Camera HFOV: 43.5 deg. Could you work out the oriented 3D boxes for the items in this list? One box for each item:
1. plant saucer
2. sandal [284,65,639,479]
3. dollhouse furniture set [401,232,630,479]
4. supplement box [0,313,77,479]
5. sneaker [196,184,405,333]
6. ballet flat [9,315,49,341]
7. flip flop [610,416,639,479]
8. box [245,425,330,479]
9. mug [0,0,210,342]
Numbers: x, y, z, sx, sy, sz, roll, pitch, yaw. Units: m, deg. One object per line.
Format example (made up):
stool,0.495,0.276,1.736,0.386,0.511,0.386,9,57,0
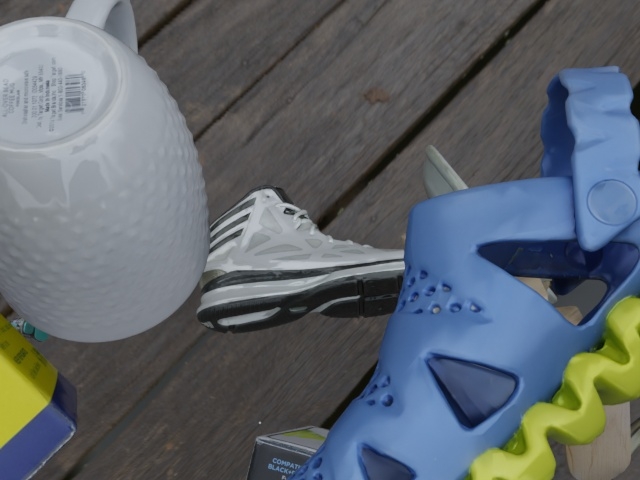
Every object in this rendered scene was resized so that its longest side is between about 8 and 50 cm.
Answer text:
plant saucer,0.312,-0.011,1.614,0.100,0.400,0.400,-39,82,11
sandal,0.086,0.033,0.377,0.317,0.126,0.138,-39,76,-10
dollhouse furniture set,0.316,0.152,0.995,0.394,0.362,0.256,-11,118,6
supplement box,-0.354,0.054,0.521,0.195,0.194,0.356,-44,99,-14
sneaker,-0.001,0.000,1.400,0.448,0.169,0.257,-8,63,1
ballet flat,-0.520,0.155,1.425,0.041,0.114,0.041,-1,75,3
flip flop,0.413,0.381,1.175,0.080,0.112,0.277,39,93,21
box,-0.020,0.290,0.590,0.087,0.169,0.290,13,84,15
mug,-0.266,-0.114,0.910,0.276,0.328,0.374,6,62,0
